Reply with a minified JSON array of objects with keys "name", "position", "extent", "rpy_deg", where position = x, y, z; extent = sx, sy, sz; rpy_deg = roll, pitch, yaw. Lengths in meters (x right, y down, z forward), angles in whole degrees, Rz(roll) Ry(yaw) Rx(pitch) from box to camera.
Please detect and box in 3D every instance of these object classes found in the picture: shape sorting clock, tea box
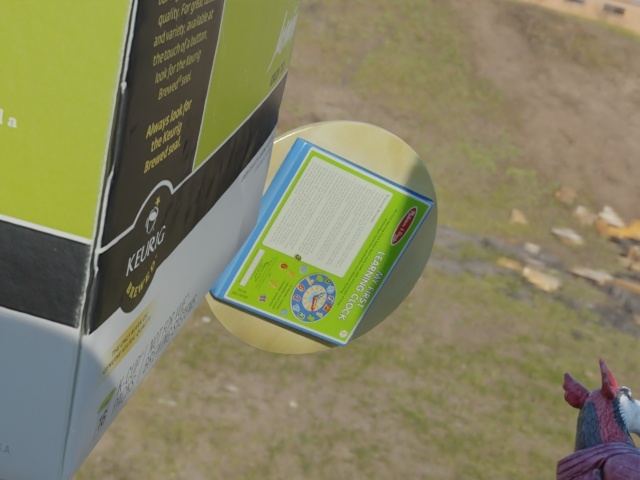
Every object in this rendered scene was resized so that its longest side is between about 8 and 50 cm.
[{"name":"shape sorting clock","position":[0.000,0.000,0.913],"extent":[0.206,0.206,0.040],"rpy_deg":[9,21,-25]},{"name":"tea box","position":[-0.138,-0.122,0.542],"extent":[0.220,0.324,0.329],"rpy_deg":[16,22,5]}]

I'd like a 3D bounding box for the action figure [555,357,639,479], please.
[{"name":"action figure","position":[0.280,0.283,0.973],"extent":[0.275,0.370,0.248],"rpy_deg":[-23,-23,-7]}]
